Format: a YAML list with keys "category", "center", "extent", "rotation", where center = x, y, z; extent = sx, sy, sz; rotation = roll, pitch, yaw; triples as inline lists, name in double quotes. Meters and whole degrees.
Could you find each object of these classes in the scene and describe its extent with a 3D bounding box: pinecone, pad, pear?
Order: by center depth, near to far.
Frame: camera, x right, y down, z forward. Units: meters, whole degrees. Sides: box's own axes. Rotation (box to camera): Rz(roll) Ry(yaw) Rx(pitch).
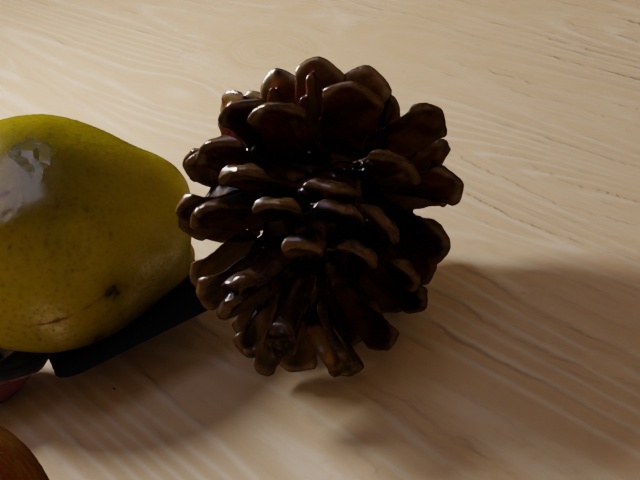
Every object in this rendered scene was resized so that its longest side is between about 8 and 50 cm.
- category: "pinecone"
  center: [0.000, 0.000, 1.588]
  extent: [0.384, 0.384, 0.384]
  rotation: [-15, 30, 9]
- category: "pear"
  center: [-0.360, -0.039, 1.749]
  extent: [0.386, 0.191, 0.340]
  rotation: [-13, 54, -14]
- category: "pad"
  center: [-0.238, 0.097, 1.865]
  extent: [0.315, 0.063, 0.375]
  rotation: [-27, 20, -10]

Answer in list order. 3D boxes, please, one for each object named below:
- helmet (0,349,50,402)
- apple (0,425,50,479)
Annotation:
- category: "helmet"
  center: [-0.490, 0.155, 1.791]
  extent: [0.253, 0.154, 0.198]
  rotation: [6, 50, -10]
- category: "apple"
  center: [-0.409, 0.298, 1.386]
  extent: [0.309, 0.250, 0.277]
  rotation: [11, 34, 41]
